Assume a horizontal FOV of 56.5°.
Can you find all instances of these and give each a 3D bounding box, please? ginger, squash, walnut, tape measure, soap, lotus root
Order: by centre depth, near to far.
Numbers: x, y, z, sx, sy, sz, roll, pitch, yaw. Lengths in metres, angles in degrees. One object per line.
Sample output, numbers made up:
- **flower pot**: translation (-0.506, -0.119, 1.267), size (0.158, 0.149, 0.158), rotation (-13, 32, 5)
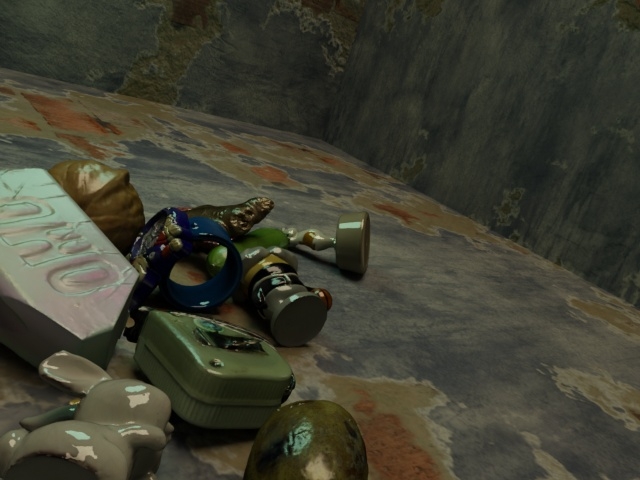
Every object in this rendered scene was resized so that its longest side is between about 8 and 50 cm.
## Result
- **lotus root**: translation (-0.019, 0.289, 0.683), size (0.154, 0.154, 0.278), rotation (18, 20, -6)
- **soap**: translation (-0.420, 0.045, 0.899), size (0.347, 0.115, 0.208), rotation (43, 31, 18)
- **tape measure**: translation (-0.156, 0.179, 0.906), size (0.207, 0.115, 0.235), rotation (13, 11, -42)
- **walnut**: translation (-0.456, -0.055, 1.178), size (0.224, 0.225, 0.261), rotation (17, 12, -9)
- **ginger**: translation (-0.270, -0.038, 1.378), size (0.332, 0.080, 0.166), rotation (-12, 18, 8)
- **squash**: translation (-0.157, 0.026, 1.445), size (0.101, 0.101, 0.378), rotation (24, 15, 15)

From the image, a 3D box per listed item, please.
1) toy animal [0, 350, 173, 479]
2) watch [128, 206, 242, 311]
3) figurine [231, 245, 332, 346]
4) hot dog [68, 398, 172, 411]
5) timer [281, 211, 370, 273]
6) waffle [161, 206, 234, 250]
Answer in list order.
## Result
- **toy animal**: translation (-0.260, 0.224, 0.658), size (0.178, 0.128, 0.193), rotation (15, 20, -8)
- **watch**: translation (-0.258, 0.049, 1.151), size (0.200, 0.196, 0.171), rotation (34, 17, -34)
- **figurine**: translation (-0.083, 0.101, 1.228), size (0.176, 0.133, 0.236), rotation (1, 26, -36)
- **hot dog**: translation (-0.269, 0.228, 0.803), size (0.137, 0.028, 0.044), rotation (6, 47, -32)
- **timer**: translation (0.000, 0.000, 1.681), size (0.265, 0.175, 0.175), rotation (3, 14, 10)
- **waffle**: translation (-0.304, -0.032, 1.537), size (0.221, 0.056, 0.234), rotation (8, 20, -31)
